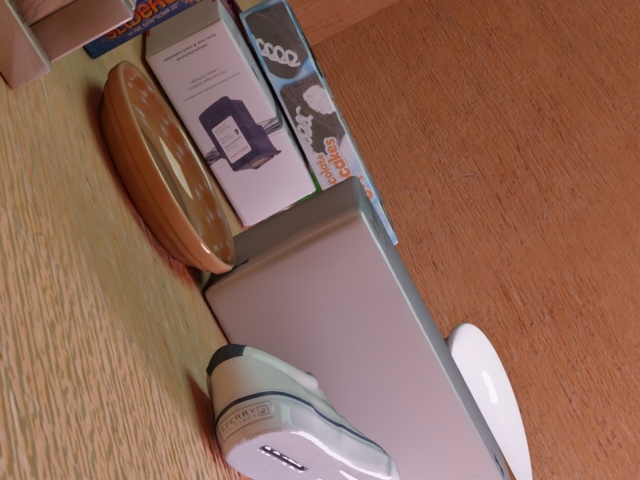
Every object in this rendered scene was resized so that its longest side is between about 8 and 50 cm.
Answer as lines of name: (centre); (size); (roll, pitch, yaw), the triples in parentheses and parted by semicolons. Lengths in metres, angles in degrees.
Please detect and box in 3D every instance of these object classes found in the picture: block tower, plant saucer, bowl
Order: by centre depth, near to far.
block tower: (-0.197, -0.220, 0.888); (0.091, 0.097, 0.335); (60, 8, -24)
plant saucer: (-0.134, -0.057, 0.994); (0.200, 0.037, 0.200); (62, 5, -10)
bowl: (0.166, 0.266, 1.511); (0.298, 0.134, 0.298); (46, 35, -46)

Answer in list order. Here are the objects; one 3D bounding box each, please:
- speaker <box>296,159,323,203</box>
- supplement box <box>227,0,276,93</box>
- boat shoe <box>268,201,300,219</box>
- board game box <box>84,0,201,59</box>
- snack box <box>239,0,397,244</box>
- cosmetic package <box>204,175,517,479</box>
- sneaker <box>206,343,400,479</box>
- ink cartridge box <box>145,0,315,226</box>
speaker: (0.006, -0.101, 1.949); (0.131, 0.131, 0.296); (61, 6, -20)
supplement box: (-0.125, -0.282, 1.853); (0.130, 0.073, 0.239); (58, 7, -39)
boat shoe: (0.000, 0.000, 1.560); (0.285, 0.104, 0.089); (28, 39, -78)
board game box: (-0.174, -0.266, 1.080); (0.035, 0.136, 0.201); (57, 8, -45)
snack box: (0.002, -0.139, 1.434); (0.187, 0.060, 0.322); (-72, 137, -83)
cosmetic package: (0.072, 0.182, 1.130); (0.453, 0.161, 0.230); (62, 6, -10)
sneaker: (-0.006, 0.152, 0.908); (0.258, 0.094, 0.091); (53, 16, -55)
ink cartridge box: (-0.106, -0.161, 1.365); (0.237, 0.100, 0.172); (61, 6, -27)
